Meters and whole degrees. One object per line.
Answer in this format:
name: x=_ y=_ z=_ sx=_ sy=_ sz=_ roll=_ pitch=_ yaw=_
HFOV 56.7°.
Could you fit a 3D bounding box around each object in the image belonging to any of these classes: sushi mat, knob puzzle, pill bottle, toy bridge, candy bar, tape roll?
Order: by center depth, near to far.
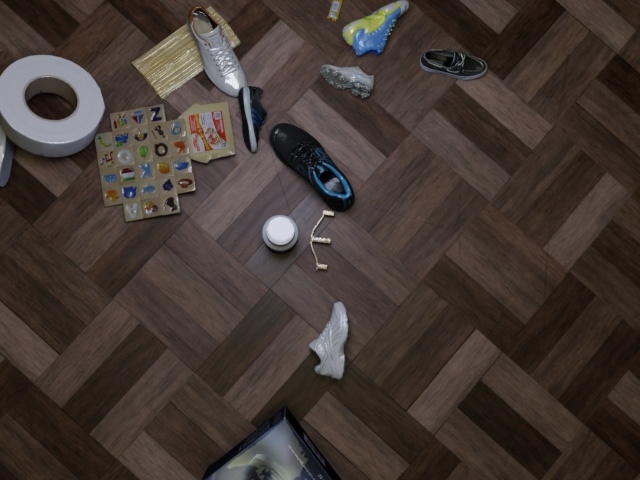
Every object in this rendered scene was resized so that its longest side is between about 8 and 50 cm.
tape roll: x=-0.784 y=-0.391 z=1.728 sx=0.286 sy=0.100 sz=0.286 roll=9 pitch=69 yaw=-24
pill bottle: x=-0.118 y=-0.019 z=1.742 sx=0.108 sy=0.180 sz=0.108 roll=0 pitch=84 yaw=-3
toy bridge: x=0.000 y=0.000 z=1.824 sx=0.063 sy=0.026 sz=0.188 roll=8 pitch=84 yaw=0
knob puzzle: x=-0.368 y=-0.328 z=1.834 sx=0.213 sy=0.030 sz=0.213 roll=0 pitch=83 yaw=-1
sushi mat: x=-0.419 y=-0.590 z=1.863 sx=0.316 sy=0.019 sz=0.151 roll=-38 pitch=88 yaw=-6
candy bar: x=0.058 y=-0.782 z=1.910 sx=0.040 sy=0.018 sz=0.161 roll=15 pitch=84 yaw=2

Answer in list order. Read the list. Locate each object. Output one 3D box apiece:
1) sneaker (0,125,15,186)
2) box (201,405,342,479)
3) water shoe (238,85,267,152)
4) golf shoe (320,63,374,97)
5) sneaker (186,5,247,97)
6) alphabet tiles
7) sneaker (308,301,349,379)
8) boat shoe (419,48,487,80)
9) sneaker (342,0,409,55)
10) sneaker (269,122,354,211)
sneaker: x=-0.999 y=-0.320 z=1.760 sx=0.169 sy=0.108 sz=0.292 roll=11 pitch=85 yaw=-5
box: x=-0.127 y=0.688 z=1.671 sx=0.294 sy=0.183 sz=0.296 roll=-38 pitch=87 yaw=-5
water shoe: x=-0.198 y=-0.375 z=1.826 sx=0.080 sy=0.073 sz=0.203 roll=-9 pitch=95 yaw=-23
golf shoe: x=0.087 y=-0.519 z=1.873 sx=0.176 sy=0.069 sz=0.086 roll=26 pitch=63 yaw=-3
sneaker: x=-0.319 y=-0.571 z=1.802 sx=0.106 sy=0.123 sz=0.290 roll=-33 pitch=100 yaw=-8
alphabet tiles: x=-0.536 y=-0.237 z=1.810 sx=0.285 sy=0.011 sz=0.342 roll=-10 pitch=85 yaw=2
sneaker: x=0.024 y=0.295 z=1.766 sx=0.115 sy=0.090 sz=0.232 roll=6 pitch=83 yaw=1
boat shoe: x=0.427 y=-0.561 z=1.883 sx=0.219 sy=0.070 sz=0.077 roll=5 pitch=84 yaw=-3
sneaker: x=0.190 y=-0.665 z=1.885 sx=0.240 sy=0.091 sz=0.126 roll=-28 pitch=105 yaw=-6
sneaker: x=-0.018 y=-0.237 z=1.791 sx=0.341 sy=0.139 sz=0.125 roll=44 pitch=85 yaw=3
